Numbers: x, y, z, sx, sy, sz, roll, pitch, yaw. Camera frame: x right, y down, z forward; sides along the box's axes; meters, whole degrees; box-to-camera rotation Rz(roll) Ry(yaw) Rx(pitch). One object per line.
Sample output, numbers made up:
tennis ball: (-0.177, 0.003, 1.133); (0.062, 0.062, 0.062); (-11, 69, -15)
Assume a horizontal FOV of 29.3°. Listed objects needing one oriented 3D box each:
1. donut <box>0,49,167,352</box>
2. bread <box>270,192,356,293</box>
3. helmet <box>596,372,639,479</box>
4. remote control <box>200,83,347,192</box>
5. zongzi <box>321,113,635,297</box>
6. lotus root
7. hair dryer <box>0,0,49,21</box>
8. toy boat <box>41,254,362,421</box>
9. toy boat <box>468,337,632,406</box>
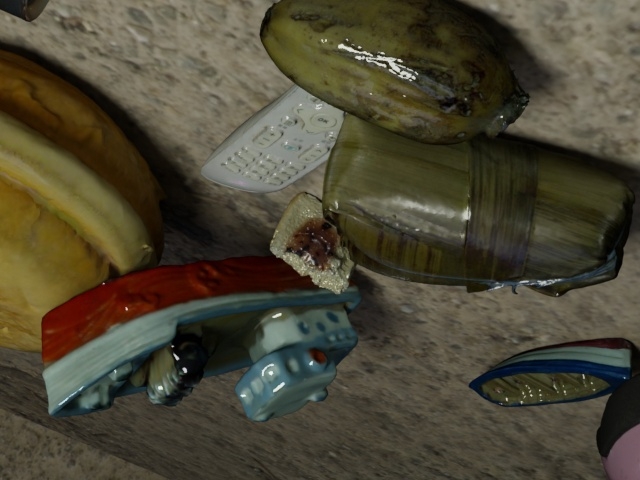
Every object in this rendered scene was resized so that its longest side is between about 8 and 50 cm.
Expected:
donut: (-0.337, -0.040, 1.142); (0.449, 0.198, 0.449); (19, 158, 8)
bread: (0.000, 0.000, 1.101); (0.083, 0.070, 0.035); (31, 155, -7)
helmet: (0.354, 0.211, 1.115); (0.198, 0.154, 0.253); (-4, 139, 12)
remote control: (-0.023, -0.088, 0.963); (0.073, 0.044, 0.229); (19, 152, -24)
zongzi: (0.119, -0.003, 0.948); (0.221, 0.112, 0.242); (16, 164, 11)
lotus root: (0.048, -0.117, 0.786); (0.179, 0.080, 0.089); (23, 136, 6)
hair dryer: (-0.234, -0.253, 0.779); (0.128, 0.070, 0.255); (22, 150, 2)
toy boat: (-0.104, 0.105, 1.114); (0.332, 0.133, 0.145); (-6, 150, -41)
toy boat: (0.232, 0.131, 1.211); (0.080, 0.045, 0.229); (30, 155, -17)
